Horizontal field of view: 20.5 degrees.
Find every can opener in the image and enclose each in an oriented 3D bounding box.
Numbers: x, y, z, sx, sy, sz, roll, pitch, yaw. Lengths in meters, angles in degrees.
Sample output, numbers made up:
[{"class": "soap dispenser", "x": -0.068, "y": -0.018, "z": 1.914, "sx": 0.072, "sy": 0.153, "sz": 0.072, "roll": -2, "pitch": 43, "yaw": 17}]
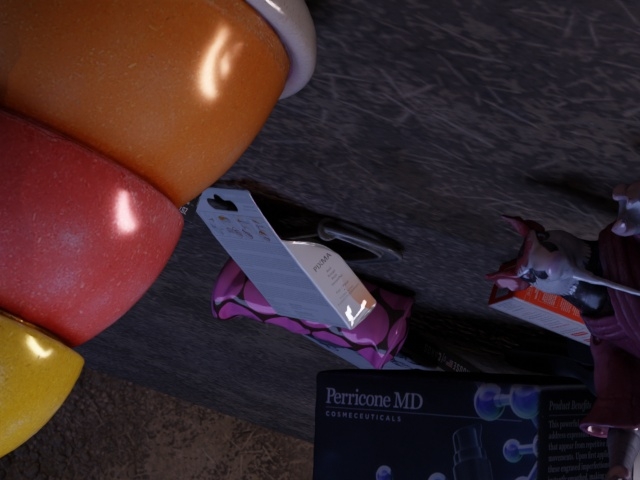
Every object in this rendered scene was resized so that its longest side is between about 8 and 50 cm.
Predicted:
[{"class": "can opener", "x": 0.258, "y": 0.118, "z": 1.799, "sx": 0.059, "sy": 0.073, "sz": 0.186, "roll": -19, "pitch": -170, "yaw": -27}]

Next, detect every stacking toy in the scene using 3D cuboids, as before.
[{"class": "stacking toy", "x": -0.228, "y": 0.017, "z": 1.047, "sx": 0.350, "sy": 0.480, "sz": 0.350, "roll": 17, "pitch": 167, "yaw": 4}]

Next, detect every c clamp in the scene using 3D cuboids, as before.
[{"class": "c clamp", "x": 0.000, "y": 0.000, "z": 1.709, "sx": 0.137, "sy": 0.022, "sz": 0.160, "roll": 25, "pitch": 166, "yaw": -27}]

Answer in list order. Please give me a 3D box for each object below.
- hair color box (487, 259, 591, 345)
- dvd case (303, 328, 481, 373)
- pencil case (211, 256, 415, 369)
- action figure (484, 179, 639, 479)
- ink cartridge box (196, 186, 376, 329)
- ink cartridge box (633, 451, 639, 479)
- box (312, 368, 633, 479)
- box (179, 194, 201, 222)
[{"class": "hair color box", "x": 0.229, "y": 0.061, "z": 1.589, "sx": 0.141, "sy": 0.043, "sz": 0.072, "roll": 22, "pitch": 167, "yaw": -10}, {"class": "dvd case", "x": 0.078, "y": 0.133, "z": 2.155, "sx": 0.179, "sy": 0.029, "sz": 0.238, "roll": 8, "pitch": 165, "yaw": 38}, {"class": "pencil case", "x": -0.008, "y": 0.073, "z": 1.884, "sx": 0.209, "sy": 0.095, "sz": 0.098, "roll": 18, "pitch": 133, "yaw": 10}, {"class": "action figure", "x": 0.300, "y": 0.053, "z": 1.286, "sx": 0.370, "sy": 0.248, "sz": 0.276, "roll": 27, "pitch": -146, "yaw": 20}, {"class": "ink cartridge box", "x": -0.043, "y": 0.004, "z": 1.708, "sx": 0.179, "sy": 0.045, "sz": 0.145, "roll": 55, "pitch": 157, "yaw": -23}, {"class": "ink cartridge box", "x": 0.348, "y": 0.355, "z": 2.161, "sx": 0.130, "sy": 0.272, "sz": 0.309, "roll": 21, "pitch": 167, "yaw": -12}, {"class": "box", "x": 0.163, "y": 0.342, "z": 1.934, "sx": 0.293, "sy": 0.395, "sz": 0.212, "roll": -1, "pitch": 176, "yaw": 38}, {"class": "box", "x": -0.139, "y": -0.061, "z": 1.543, "sx": 0.083, "sy": 0.067, "sz": 0.018, "roll": 24, "pitch": 167, "yaw": -28}]
